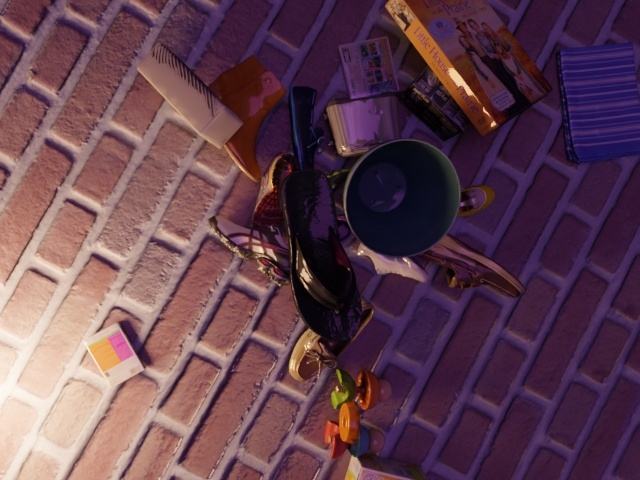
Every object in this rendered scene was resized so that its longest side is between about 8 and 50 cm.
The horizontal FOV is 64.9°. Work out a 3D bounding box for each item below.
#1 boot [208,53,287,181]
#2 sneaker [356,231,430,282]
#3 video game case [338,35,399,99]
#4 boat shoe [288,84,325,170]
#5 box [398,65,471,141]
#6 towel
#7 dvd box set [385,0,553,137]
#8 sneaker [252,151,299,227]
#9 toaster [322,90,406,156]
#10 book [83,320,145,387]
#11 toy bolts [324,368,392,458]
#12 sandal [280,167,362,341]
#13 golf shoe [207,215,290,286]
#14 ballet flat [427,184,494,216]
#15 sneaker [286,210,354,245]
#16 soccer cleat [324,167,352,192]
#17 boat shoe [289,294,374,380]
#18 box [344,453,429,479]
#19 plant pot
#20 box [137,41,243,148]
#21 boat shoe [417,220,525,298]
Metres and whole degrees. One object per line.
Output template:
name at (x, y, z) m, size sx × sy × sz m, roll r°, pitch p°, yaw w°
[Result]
boot at (-0.172, -0.324, 1.312) m, size 0.211 × 0.104 × 0.295 m, roll -32°, pitch 86°, yaw 3°
sneaker at (0.197, 0.065, 1.381) m, size 0.212 × 0.080 × 0.094 m, roll 35°, pitch 98°, yaw 2°
video game case at (0.134, -0.475, 1.395) m, size 0.143 × 0.019 × 0.157 m, roll -13°, pitch 90°, yaw -6°
boat shoe at (-0.030, -0.287, 1.335) m, size 0.089 × 0.109 × 0.258 m, roll -5°, pitch 92°, yaw -10°
box at (0.315, -0.366, 1.349) m, size 0.180 × 0.147 × 0.077 m, roll 41°, pitch 86°, yaw -4°
towel at (0.817, -0.400, 1.457) m, size 0.243 × 0.040 × 0.336 m, roll -8°, pitch 91°, yaw -7°
dvd box set at (0.398, -0.500, 1.314) m, size 0.307 × 0.062 × 0.420 m, roll -32°, pitch 85°, yaw -33°
sneaker at (-0.122, -0.128, 1.342) m, size 0.088 × 0.093 × 0.225 m, roll 19°, pitch 103°, yaw -25°
toaster at (0.124, -0.307, 1.341) m, size 0.226 × 0.129 × 0.147 m, roll -10°, pitch 95°, yaw -8°
book at (-0.538, 0.298, 1.317) m, size 0.096 × 0.035 × 0.144 m, roll -28°, pitch 93°, yaw -8°
toy bolts at (0.115, 0.478, 1.313) m, size 0.158 × 0.218 × 0.229 m, roll 7°, pitch 107°, yaw -12°
sandal at (0.000, 0.047, 1.223) m, size 0.167 × 0.107 × 0.446 m, roll -17°, pitch 98°, yaw -16°
golf shoe at (-0.166, 0.004, 1.312) m, size 0.272 × 0.105 × 0.120 m, roll 35°, pitch 82°, yaw 6°
ballet flat at (0.388, -0.102, 1.391) m, size 0.230 × 0.077 × 0.077 m, roll -15°, pitch 91°, yaw -6°
sneaker at (0.000, 0.000, 1.337) m, size 0.236 × 0.104 × 0.095 m, roll -32°, pitch 96°, yaw -2°
soccer cleat at (0.015, -0.141, 1.367) m, size 0.178 × 0.060 × 0.072 m, roll -25°, pitch 102°, yaw 1°
boat shoe at (0.028, 0.262, 1.334) m, size 0.104 × 0.089 × 0.285 m, roll 41°, pitch 85°, yaw -26°
box at (0.178, 0.657, 1.350) m, size 0.203 × 0.114 × 0.103 m, roll 16°, pitch 88°, yaw -5°
plant pot at (0.186, -0.121, 1.297) m, size 0.290 × 0.195 × 0.290 m, roll -2°, pitch 105°, yaw -8°
box at (-0.324, -0.360, 1.249) m, size 0.094 × 0.113 × 0.275 m, roll -46°, pitch 73°, yaw 5°
boat shoe at (0.389, 0.077, 1.378) m, size 0.342 × 0.123 × 0.123 m, roll 31°, pitch 97°, yaw -3°
